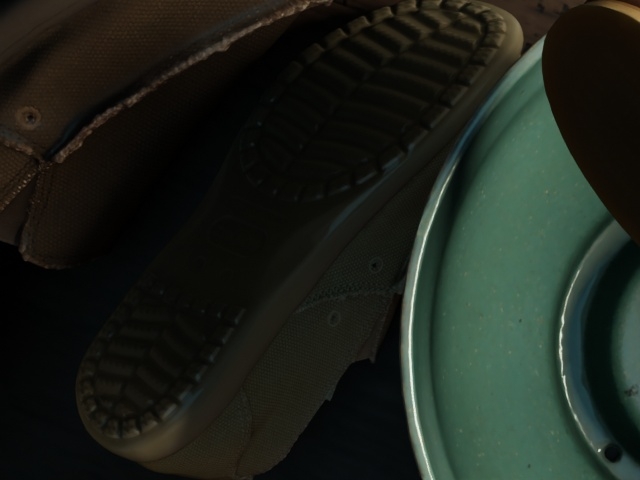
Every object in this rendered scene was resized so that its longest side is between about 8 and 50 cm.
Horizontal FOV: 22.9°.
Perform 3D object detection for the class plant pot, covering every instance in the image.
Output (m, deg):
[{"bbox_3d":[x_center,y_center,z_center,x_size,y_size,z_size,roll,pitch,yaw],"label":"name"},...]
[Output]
[{"bbox_3d":[0.182,0.043,0.642,0.293,0.196,0.293,0,86,5],"label":"plant pot"}]

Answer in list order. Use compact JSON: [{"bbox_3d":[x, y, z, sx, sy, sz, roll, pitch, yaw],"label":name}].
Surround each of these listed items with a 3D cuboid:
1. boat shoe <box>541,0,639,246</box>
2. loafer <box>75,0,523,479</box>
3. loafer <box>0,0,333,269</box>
[{"bbox_3d":[0.160,-0.005,0.520,0.073,0.073,0.207,-37,86,-35],"label":"boat shoe"},{"bbox_3d":[0.000,0.000,0.719,0.268,0.092,0.102,-48,48,-12],"label":"loafer"},{"bbox_3d":[-0.117,-0.061,0.730,0.366,0.134,0.130,-26,108,14],"label":"loafer"}]
